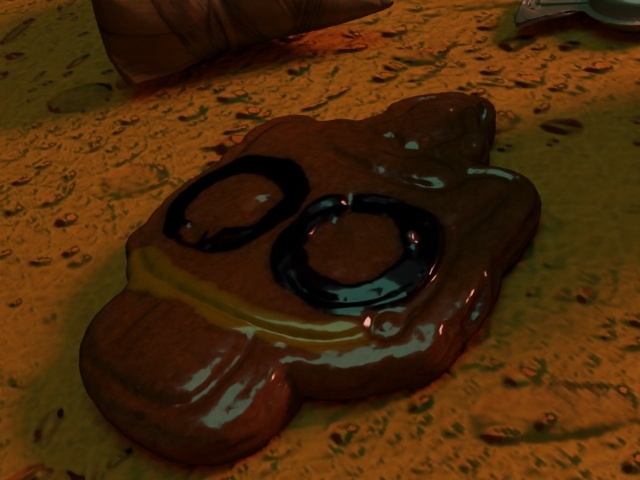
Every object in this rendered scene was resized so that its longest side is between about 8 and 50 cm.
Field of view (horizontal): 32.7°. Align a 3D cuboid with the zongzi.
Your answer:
[{"bbox_3d":[-0.057,-0.212,0.809,0.204,0.094,0.205,-8,39,3],"label":"zongzi"}]

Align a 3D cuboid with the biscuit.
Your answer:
[{"bbox_3d":[0.000,0.000,0.575,0.208,0.041,0.290,21,52,35],"label":"biscuit"}]

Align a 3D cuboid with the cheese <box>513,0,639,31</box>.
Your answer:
[{"bbox_3d":[0.190,-0.158,0.708,0.120,0.026,0.067,6,43,25],"label":"cheese"}]
